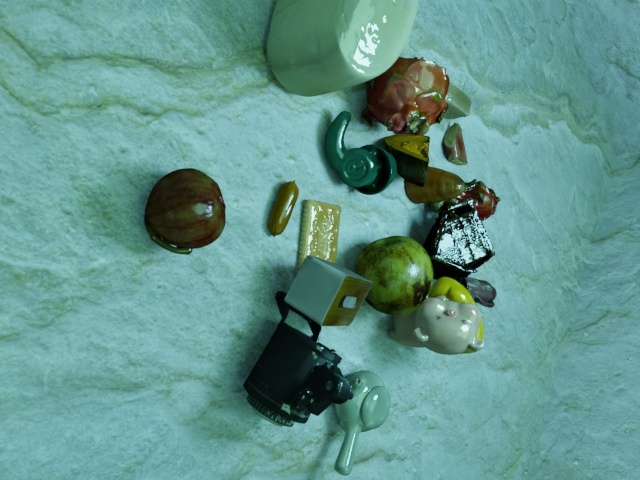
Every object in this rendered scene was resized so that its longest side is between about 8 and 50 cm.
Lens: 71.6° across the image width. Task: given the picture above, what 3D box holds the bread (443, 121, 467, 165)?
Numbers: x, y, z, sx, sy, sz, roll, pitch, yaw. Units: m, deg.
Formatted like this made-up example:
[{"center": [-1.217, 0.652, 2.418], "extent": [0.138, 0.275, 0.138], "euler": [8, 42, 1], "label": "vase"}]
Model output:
[{"center": [0.572, -0.397, 1.893], "extent": [0.119, 0.067, 0.192], "euler": [-36, 116, -44], "label": "bread"}]

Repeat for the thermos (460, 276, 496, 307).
[{"center": [0.708, 0.230, 2.001], "extent": [0.330, 0.136, 0.110], "euler": [13, 93, -42], "label": "thermos"}]

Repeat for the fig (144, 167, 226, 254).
[{"center": [-0.320, -0.067, 1.044], "extent": [0.205, 0.205, 0.205], "euler": [-3, 94, -42], "label": "fig"}]

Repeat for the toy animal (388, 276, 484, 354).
[{"center": [0.408, 0.274, 1.572], "extent": [0.247, 0.345, 0.278], "euler": [-9, 106, -66], "label": "toy animal"}]

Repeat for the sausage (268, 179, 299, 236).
[{"center": [-0.109, -0.098, 1.307], "extent": [0.062, 0.054, 0.183], "euler": [25, 77, -11], "label": "sausage"}]

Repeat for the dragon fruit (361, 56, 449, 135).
[{"center": [0.277, -0.462, 1.493], "extent": [0.305, 0.305, 0.226], "euler": [9, 94, -42], "label": "dragon fruit"}]

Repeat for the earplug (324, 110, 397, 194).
[{"center": [0.141, -0.272, 1.485], "extent": [0.280, 0.164, 0.257], "euler": [-1, 56, -53], "label": "earplug"}]

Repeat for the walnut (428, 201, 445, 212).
[{"center": [0.479, -0.156, 1.814], "extent": [0.092, 0.092, 0.092], "euler": [-3, 94, -42], "label": "walnut"}]

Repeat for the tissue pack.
[{"center": [0.029, 0.152, 1.313], "extent": [0.159, 0.136, 0.246], "euler": [-64, 155, 2], "label": "tissue pack"}]

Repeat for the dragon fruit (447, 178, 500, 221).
[{"center": [0.652, -0.192, 1.913], "extent": [0.269, 0.198, 0.200], "euler": [44, 74, -19], "label": "dragon fruit"}]

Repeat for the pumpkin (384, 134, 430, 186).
[{"center": [0.305, -0.285, 1.602], "extent": [0.312, 0.169, 0.148], "euler": [-65, 161, -61], "label": "pumpkin"}]

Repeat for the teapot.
[{"center": [0.135, 0.604, 1.497], "extent": [0.220, 0.149, 0.318], "euler": [20, 78, -39], "label": "teapot"}]

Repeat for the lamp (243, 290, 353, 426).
[{"center": [-0.087, 0.365, 1.239], "extent": [0.272, 0.374, 0.205], "euler": [-47, 127, 5], "label": "lamp"}]

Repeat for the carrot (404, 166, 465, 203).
[{"center": [0.447, -0.217, 1.693], "extent": [0.159, 0.225, 0.159], "euler": [-5, 98, -37], "label": "carrot"}]

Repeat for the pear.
[{"center": [0.249, 0.122, 1.500], "extent": [0.283, 0.283, 0.284], "euler": [-3, 94, -42], "label": "pear"}]

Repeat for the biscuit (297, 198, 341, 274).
[{"center": [0.001, 0.000, 1.424], "extent": [0.160, 0.030, 0.250], "euler": [8, 87, -42], "label": "biscuit"}]

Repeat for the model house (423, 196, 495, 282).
[{"center": [0.491, 0.035, 1.774], "extent": [0.282, 0.317, 0.297], "euler": [-28, 78, -15], "label": "model house"}]

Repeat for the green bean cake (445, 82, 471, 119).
[{"center": [0.526, -0.568, 1.816], "extent": [0.179, 0.109, 0.085], "euler": [16, 83, -41], "label": "green bean cake"}]

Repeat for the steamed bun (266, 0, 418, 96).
[{"center": [0.081, -0.626, 1.240], "extent": [0.290, 0.371, 0.456], "euler": [23, 80, -41], "label": "steamed bun"}]
